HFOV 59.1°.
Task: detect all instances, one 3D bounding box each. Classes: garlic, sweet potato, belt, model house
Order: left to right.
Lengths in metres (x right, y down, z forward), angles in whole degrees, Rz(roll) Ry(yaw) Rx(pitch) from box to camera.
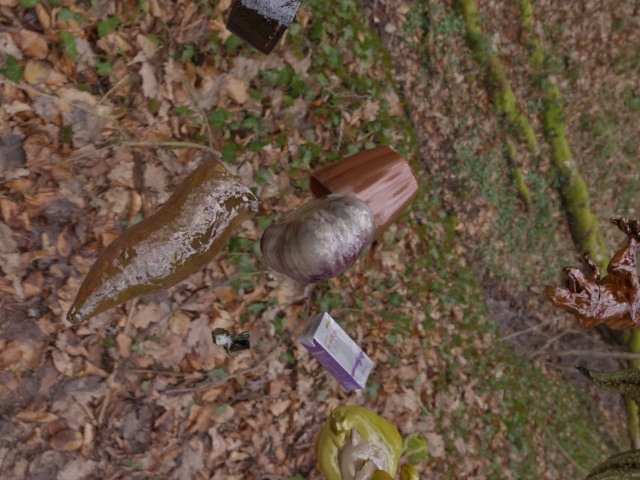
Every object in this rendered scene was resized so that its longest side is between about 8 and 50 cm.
[{"bbox_3d":[-0.245,0.017,0.882,0.336,0.131,0.131,-48,122,-22],"label":"sweet potato"},{"bbox_3d":[-0.203,0.222,1.279,0.084,0.058,0.057,-9,103,-18],"label":"model house"},{"bbox_3d":[-0.126,-0.558,1.296,0.164,0.184,0.289,29,37,-15],"label":"belt"},{"bbox_3d":[0.000,0.000,0.768,0.147,0.159,0.101,-88,154,-68],"label":"garlic"}]

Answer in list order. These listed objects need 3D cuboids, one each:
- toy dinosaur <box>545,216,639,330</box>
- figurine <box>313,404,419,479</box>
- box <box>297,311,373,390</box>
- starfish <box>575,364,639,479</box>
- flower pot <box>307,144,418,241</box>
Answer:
[{"bbox_3d":[0.498,0.072,0.858,0.433,0.097,0.207,19,90,-32],"label":"toy dinosaur"},{"bbox_3d":[0.062,0.310,0.786,0.131,0.246,0.156,-20,102,-8],"label":"figurine"},{"bbox_3d":[0.023,0.157,0.795,0.117,0.036,0.050,48,44,-22],"label":"box"},{"bbox_3d":[0.443,0.239,0.642,0.078,0.347,0.357,28,46,-21],"label":"starfish"},{"bbox_3d":[0.092,-0.098,1.140,0.173,0.191,0.190,-35,117,-10],"label":"flower pot"}]
